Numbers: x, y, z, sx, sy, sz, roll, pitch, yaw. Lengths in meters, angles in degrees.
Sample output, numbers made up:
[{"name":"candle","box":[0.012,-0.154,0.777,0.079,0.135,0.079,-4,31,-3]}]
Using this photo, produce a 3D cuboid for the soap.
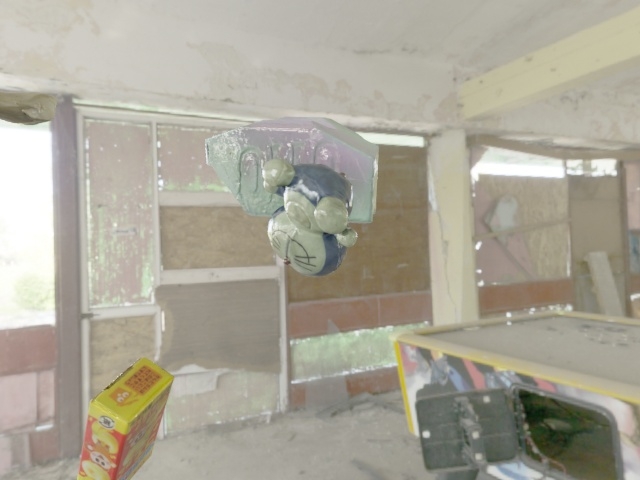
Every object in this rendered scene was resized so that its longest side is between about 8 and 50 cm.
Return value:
[{"name":"soap","box":[-0.071,-0.194,1.285,0.446,0.261,0.156,5,21,11]}]

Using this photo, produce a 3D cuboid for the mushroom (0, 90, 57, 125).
[{"name":"mushroom","box":[-0.910,-0.396,1.410,0.108,0.096,0.247,-41,-22,31]}]

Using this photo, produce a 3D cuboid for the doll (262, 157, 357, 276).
[{"name":"doll","box":[-0.025,-0.035,0.967,0.228,0.258,0.154,35,44,17]}]

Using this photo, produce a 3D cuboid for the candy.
[{"name":"candy","box":[-0.396,0.385,0.969,0.088,0.276,0.146,28,28,8]}]
